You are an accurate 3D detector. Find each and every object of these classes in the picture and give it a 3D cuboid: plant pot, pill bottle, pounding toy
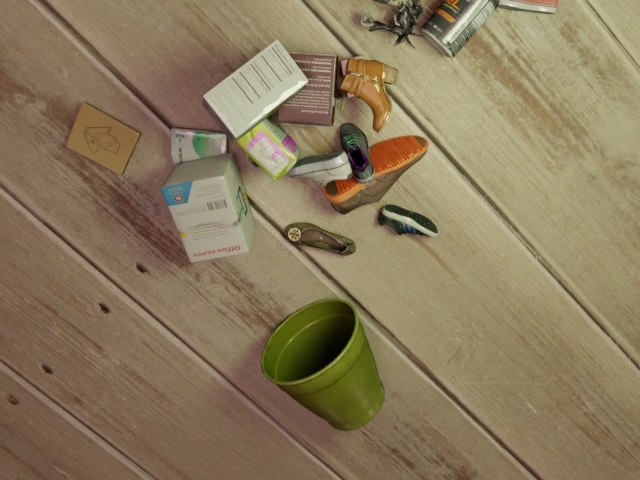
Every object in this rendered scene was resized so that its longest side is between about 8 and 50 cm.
[{"bbox_3d":[0.045,0.452,1.785,0.367,0.366,0.353,-28,117,11],"label":"plant pot"},{"bbox_3d":[0.413,-0.656,1.477,0.130,0.130,0.245,39,106,-10],"label":"pill bottle"},{"bbox_3d":[0.094,-0.472,1.555,0.100,0.130,0.141,-11,108,7],"label":"pounding toy"}]

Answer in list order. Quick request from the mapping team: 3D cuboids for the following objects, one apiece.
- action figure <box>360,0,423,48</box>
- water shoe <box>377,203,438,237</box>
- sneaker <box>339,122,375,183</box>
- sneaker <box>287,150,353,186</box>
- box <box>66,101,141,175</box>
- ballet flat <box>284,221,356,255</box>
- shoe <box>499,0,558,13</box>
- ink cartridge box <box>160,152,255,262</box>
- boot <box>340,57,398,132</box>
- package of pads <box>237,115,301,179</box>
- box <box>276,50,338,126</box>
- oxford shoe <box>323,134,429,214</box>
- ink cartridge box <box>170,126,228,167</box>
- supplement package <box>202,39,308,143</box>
[{"bbox_3d":[0.200,-0.673,1.479,0.164,0.141,0.275,-53,141,-9],"label":"action figure"},{"bbox_3d":[0.291,-0.053,1.732,0.203,0.073,0.080,25,130,-2],"label":"water shoe"},{"bbox_3d":[0.109,-0.286,1.580,0.083,0.098,0.223,-23,64,7],"label":"sneaker"},{"bbox_3d":[-0.009,-0.210,1.615,0.258,0.094,0.091,2,124,49],"label":"sneaker"},{"bbox_3d":[-0.710,-0.330,1.702,0.201,0.021,0.164,29,108,-8],"label":"box"},{"bbox_3d":[0.000,0.000,1.759,0.250,0.058,0.084,17,108,-3],"label":"ballet flat"},{"bbox_3d":[0.597,-0.702,1.490,0.178,0.063,0.081,5,108,-4],"label":"shoe"},{"bbox_3d":[-0.343,-0.103,1.644,0.198,0.197,0.270,-10,120,6],"label":"ink cartridge box"},{"bbox_3d":[0.128,-0.416,1.484,0.152,0.073,0.197,10,92,-14],"label":"boot"},{"bbox_3d":[-0.191,-0.329,1.567,0.101,0.229,0.296,-42,101,15],"label":"package of pads"},{"bbox_3d":[-0.037,-0.453,1.548,0.167,0.168,0.203,4,109,2],"label":"box"},{"bbox_3d":[0.187,-0.210,1.667,0.364,0.130,0.132,-29,138,5],"label":"oxford shoe"},{"bbox_3d":[-0.394,-0.249,1.699,0.181,0.056,0.224,6,107,1],"label":"ink cartridge box"},{"bbox_3d":[-0.175,-0.389,1.378,0.244,0.139,0.134,-40,101,-7],"label":"supplement package"}]
